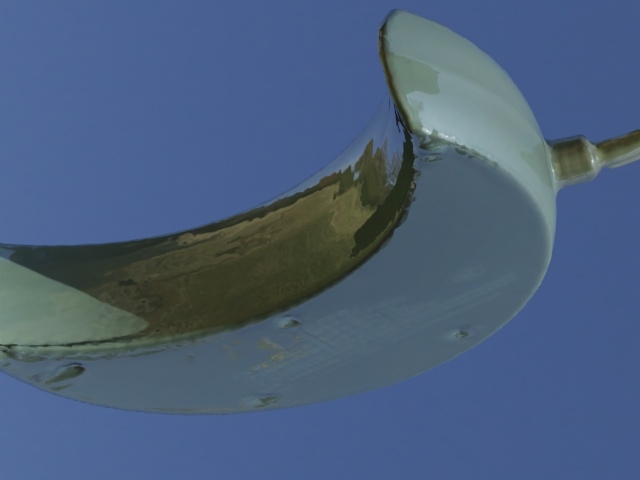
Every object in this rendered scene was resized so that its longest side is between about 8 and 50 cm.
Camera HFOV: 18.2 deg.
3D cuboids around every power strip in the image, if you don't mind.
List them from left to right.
[{"bbox_3d":[0.000,0.000,0.735,0.253,0.167,0.054,-25,-123,27],"label":"power strip"}]
